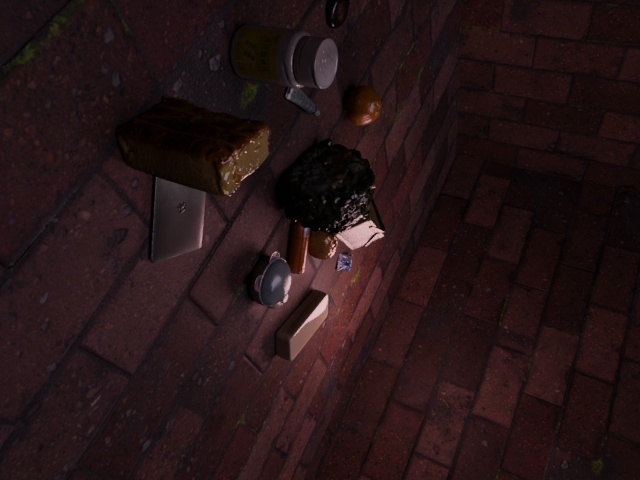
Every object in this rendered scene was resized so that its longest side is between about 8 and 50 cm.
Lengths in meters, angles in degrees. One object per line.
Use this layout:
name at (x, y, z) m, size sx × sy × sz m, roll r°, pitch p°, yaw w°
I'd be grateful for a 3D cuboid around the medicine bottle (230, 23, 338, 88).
medicine bottle at (-0.094, -0.472, 1.303) m, size 0.143 × 0.257 × 0.144 m, roll -46°, pitch 145°, yaw -46°

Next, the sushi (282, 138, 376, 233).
sushi at (0.044, -0.186, 1.785) m, size 0.352 × 0.293 × 0.178 m, roll -54°, pitch 155°, yaw -41°

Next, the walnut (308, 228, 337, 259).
walnut at (0.000, 0.000, 2.019) m, size 0.144 × 0.144 × 0.180 m, roll -60°, pitch 146°, yaw -28°

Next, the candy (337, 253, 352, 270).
candy at (0.120, 0.110, 2.494) m, size 0.136 × 0.038 × 0.088 m, roll 6°, pitch 98°, yaw -57°

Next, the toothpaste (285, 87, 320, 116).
toothpaste at (-0.055, -0.464, 1.685) m, size 0.216 × 0.037 × 0.062 m, roll 18°, pitch 90°, yaw -63°

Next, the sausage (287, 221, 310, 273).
sausage at (-0.080, 0.009, 1.921) m, size 0.071 × 0.071 × 0.235 m, roll -29°, pitch 133°, yaw -59°

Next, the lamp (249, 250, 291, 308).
lamp at (-0.162, 0.159, 1.795) m, size 0.180 × 0.107 × 0.246 m, roll -56°, pitch 153°, yaw -25°

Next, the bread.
bread at (-0.267, -0.208, 1.078) m, size 0.185 × 0.274 × 0.114 m, roll -53°, pitch 153°, yaw -39°

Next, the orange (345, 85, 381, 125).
orange at (0.175, -0.540, 2.027) m, size 0.159 × 0.136 × 0.159 m, roll -41°, pitch 139°, yaw -50°

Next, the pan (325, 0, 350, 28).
pan at (0.082, -0.812, 1.744) m, size 0.212 × 0.040 × 0.115 m, roll -55°, pitch 157°, yaw -35°

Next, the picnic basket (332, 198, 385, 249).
picnic basket at (0.142, -0.116, 2.085) m, size 0.313 × 0.175 × 0.228 m, roll 37°, pitch 32°, yaw -66°

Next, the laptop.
laptop at (-0.358, -0.086, 1.288) m, size 0.187 × 0.015 × 0.269 m, roll -25°, pitch 129°, yaw -60°

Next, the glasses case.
glasses case at (-0.075, 0.359, 2.175) m, size 0.336 × 0.076 × 0.144 m, roll -45°, pitch 144°, yaw -48°
